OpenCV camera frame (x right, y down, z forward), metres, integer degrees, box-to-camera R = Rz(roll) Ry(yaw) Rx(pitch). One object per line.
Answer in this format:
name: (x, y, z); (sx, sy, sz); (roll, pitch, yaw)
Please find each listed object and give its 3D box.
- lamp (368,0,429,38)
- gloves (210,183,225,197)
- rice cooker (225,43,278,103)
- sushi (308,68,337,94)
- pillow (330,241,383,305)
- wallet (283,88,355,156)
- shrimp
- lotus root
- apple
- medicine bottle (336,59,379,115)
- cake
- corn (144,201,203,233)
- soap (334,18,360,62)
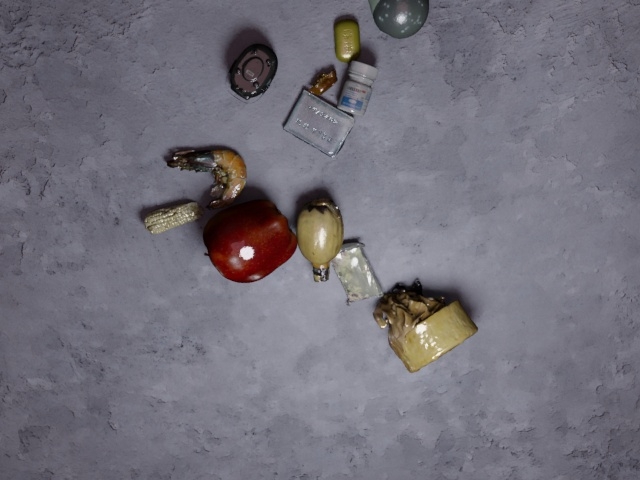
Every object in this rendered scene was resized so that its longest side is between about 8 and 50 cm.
lamp: (0.208, -0.792, 1.638); (0.314, 0.182, 0.181); (36, 101, -8)
gloves: (-0.368, -0.186, 1.855); (0.081, 0.037, 0.044); (-27, 76, 7)
rice cooker: (-0.229, -0.567, 1.710); (0.142, 0.118, 0.203); (32, 99, -11)
sushi: (0.008, -0.551, 1.762); (0.118, 0.061, 0.060); (-41, 96, -12)
pillow: (0.130, 0.125, 1.961); (0.169, 0.059, 0.254); (-22, 107, 9)
wallet: (-0.002, -0.415, 1.808); (0.222, 0.036, 0.167); (29, 103, -10)
shrimp: (-0.412, -0.221, 1.812); (0.291, 0.054, 0.222); (6, 90, -2)
lotus root: (0.000, 0.000, 1.850); (0.183, 0.182, 0.309); (-3, 105, -2)
apple: (-0.252, 0.007, 1.794); (0.317, 0.288, 0.288); (-29, 106, -8)
medicine bottle: (0.128, -0.523, 1.747); (0.105, 0.105, 0.167); (16, 104, -7)
cake: (0.380, 0.297, 1.923); (0.332, 0.332, 0.321); (-37, 74, 8)
corn: (-0.540, -0.086, 1.852); (0.211, 0.087, 0.086); (-17, 106, 3)
soap: (0.092, -0.682, 1.730); (0.089, 0.045, 0.139); (-4, 106, 2)
